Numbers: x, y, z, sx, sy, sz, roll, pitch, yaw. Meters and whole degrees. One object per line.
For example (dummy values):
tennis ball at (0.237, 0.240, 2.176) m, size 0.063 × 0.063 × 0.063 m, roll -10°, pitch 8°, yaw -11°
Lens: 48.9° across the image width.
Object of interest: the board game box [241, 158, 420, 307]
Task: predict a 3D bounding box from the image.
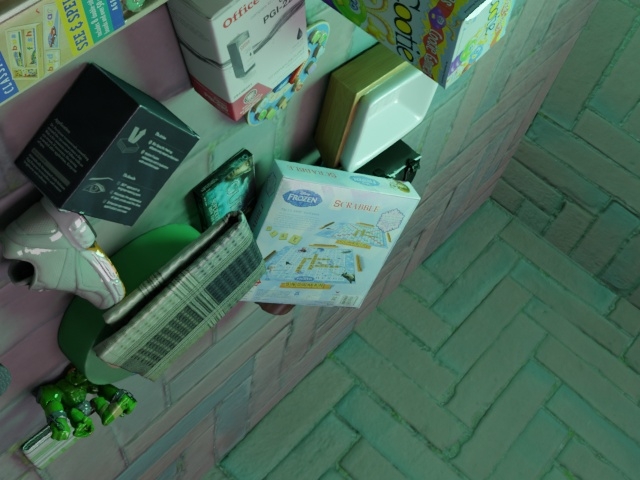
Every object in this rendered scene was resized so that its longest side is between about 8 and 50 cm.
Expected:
board game box at (0.000, 0.000, 1.459) m, size 0.319 × 0.066 × 0.318 m, roll 7°, pitch 126°, yaw -29°

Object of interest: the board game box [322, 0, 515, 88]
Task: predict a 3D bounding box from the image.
board game box at (0.121, -0.369, 0.980) m, size 0.142 × 0.275 × 0.144 m, roll -44°, pitch 162°, yaw -18°

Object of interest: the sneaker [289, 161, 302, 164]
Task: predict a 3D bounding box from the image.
sneaker at (-0.056, -0.070, 1.523) m, size 0.105 × 0.115 × 0.281 m, roll -14°, pitch 139°, yaw -6°

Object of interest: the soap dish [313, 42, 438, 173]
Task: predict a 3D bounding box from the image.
soap dish at (0.118, -0.288, 1.426) m, size 0.291 × 0.118 × 0.229 m, roll -39°, pitch 161°, yaw -32°

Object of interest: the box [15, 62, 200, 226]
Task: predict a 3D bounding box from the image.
box at (-0.260, -0.112, 0.882) m, size 0.158 × 0.093 × 0.156 m, roll -50°, pitch 163°, yaw 6°

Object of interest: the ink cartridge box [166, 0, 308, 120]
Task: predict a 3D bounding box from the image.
ink cartridge box at (-0.101, -0.284, 0.919) m, size 0.158 × 0.092 × 0.218 m, roll -45°, pitch 161°, yaw -16°

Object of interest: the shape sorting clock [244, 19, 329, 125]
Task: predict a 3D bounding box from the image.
shape sorting clock at (-0.051, -0.267, 1.140) m, size 0.206 × 0.040 × 0.206 m, roll -48°, pitch 172°, yaw -9°

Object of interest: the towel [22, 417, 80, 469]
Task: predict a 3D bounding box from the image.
towel at (-0.543, 0.407, 1.428) m, size 0.113 × 0.023 × 0.152 m, roll -38°, pitch 162°, yaw -27°

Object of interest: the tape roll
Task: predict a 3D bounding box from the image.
tape roll at (-0.314, 0.116, 1.273) m, size 0.321 × 0.077 × 0.321 m, roll -43°, pitch 162°, yaw -18°

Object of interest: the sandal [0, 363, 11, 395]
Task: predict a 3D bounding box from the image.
sandal at (-0.551, 0.217, 0.953) m, size 0.255 × 0.054 × 0.097 m, roll -19°, pitch 140°, yaw -43°

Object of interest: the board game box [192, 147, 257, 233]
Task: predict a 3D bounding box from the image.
board game box at (-0.172, -0.077, 1.302) m, size 0.126 × 0.026 × 0.186 m, roll -43°, pitch 162°, yaw -20°

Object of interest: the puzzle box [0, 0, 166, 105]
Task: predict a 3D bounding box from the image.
puzzle box at (-0.244, -0.309, 0.566) m, size 0.272 × 0.052 × 0.409 m, roll -42°, pitch 162°, yaw -23°

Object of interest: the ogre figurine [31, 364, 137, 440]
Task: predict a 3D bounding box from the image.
ogre figurine at (-0.436, 0.294, 1.277) m, size 0.197 × 0.118 × 0.096 m, roll -32°, pitch 152°, yaw -50°

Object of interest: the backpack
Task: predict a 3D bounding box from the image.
backpack at (0.098, -0.110, 1.631) m, size 0.225 × 0.191 × 0.253 m, roll -35°, pitch 151°, yaw -34°

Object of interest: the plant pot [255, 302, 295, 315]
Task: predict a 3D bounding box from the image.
plant pot at (-0.082, 0.082, 1.673) m, size 0.165 × 0.167 × 0.167 m, roll -51°, pitch 165°, yaw 32°

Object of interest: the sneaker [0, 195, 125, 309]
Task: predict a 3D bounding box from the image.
sneaker at (-0.361, 0.033, 0.971) m, size 0.121 × 0.099 × 0.262 m, roll -36°, pitch 152°, yaw -18°

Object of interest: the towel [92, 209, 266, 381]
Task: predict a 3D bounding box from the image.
towel at (-0.236, 0.106, 1.232) m, size 0.324 × 0.056 × 0.312 m, roll -45°, pitch 165°, yaw -11°
